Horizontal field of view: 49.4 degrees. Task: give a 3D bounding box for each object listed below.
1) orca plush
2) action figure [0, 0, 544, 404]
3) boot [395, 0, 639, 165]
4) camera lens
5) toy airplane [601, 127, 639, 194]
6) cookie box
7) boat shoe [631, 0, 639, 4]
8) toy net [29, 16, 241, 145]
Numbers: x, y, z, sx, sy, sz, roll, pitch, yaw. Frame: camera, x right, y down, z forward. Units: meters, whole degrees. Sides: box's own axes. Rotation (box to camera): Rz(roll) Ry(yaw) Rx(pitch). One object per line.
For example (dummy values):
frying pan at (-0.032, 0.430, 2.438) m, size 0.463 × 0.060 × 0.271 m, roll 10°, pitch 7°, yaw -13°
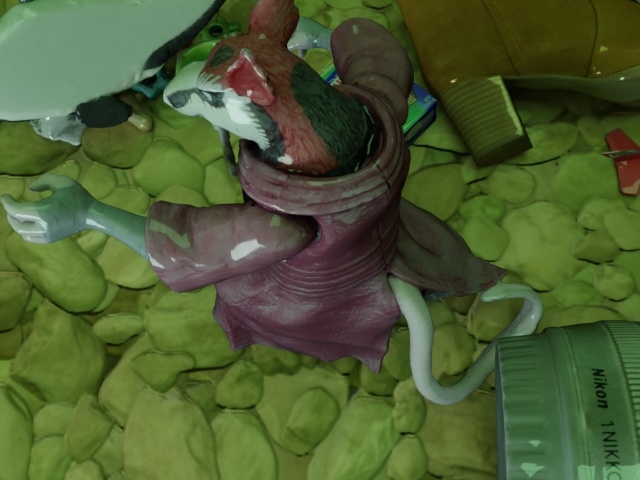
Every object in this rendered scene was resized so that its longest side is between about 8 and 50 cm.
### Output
orca plush at (-0.205, -0.210, 0.647) m, size 0.287 × 0.151 × 0.102 m, roll -45°, pitch 39°, yaw -7°
action figure at (0.000, 0.000, 0.451) m, size 0.275 × 0.370 × 0.248 m, roll 39°, pitch 78°, yaw 18°
boot at (0.226, -0.214, 0.623) m, size 0.295 × 0.104 × 0.211 m, roll -22°, pitch 75°, yaw 15°
camera lens at (0.252, 0.158, 0.427) m, size 0.274 × 0.219 × 0.219 m, roll -2°, pitch 71°, yaw 13°
toy airplane at (0.328, -0.080, 0.629) m, size 0.151 × 0.028 × 0.151 m, roll -2°, pitch 69°, yaw 5°
cookie box at (0.042, -0.127, 0.667) m, size 0.107 × 0.040 × 0.092 m, roll 42°, pitch 80°, yaw 18°
boat shoe at (0.262, -0.293, 0.689) m, size 0.073 × 0.073 × 0.207 m, roll -45°, pitch 80°, yaw -6°
toy net at (-0.190, -0.168, 0.702) m, size 0.232 × 0.045 × 0.122 m, roll -12°, pitch 70°, yaw 2°
